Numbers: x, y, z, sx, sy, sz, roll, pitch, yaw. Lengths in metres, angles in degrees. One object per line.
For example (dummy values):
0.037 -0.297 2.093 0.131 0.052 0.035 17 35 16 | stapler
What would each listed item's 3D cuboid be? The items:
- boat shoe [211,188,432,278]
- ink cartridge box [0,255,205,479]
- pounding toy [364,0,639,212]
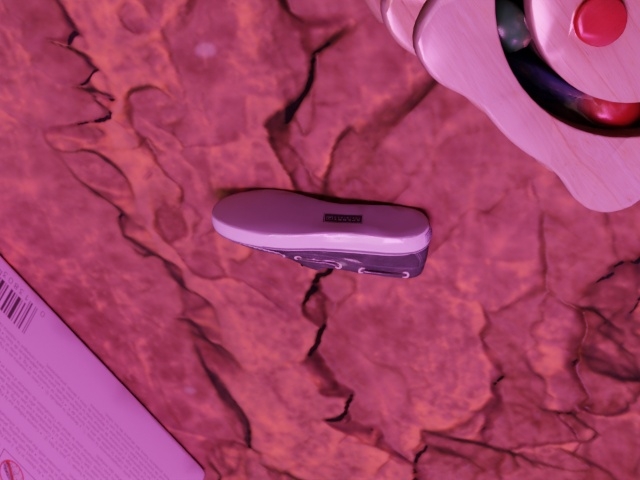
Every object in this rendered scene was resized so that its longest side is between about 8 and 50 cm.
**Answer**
0.000 0.000 1.103 0.142 0.049 0.040 6 128 9 | boat shoe
-0.209 0.153 1.154 0.060 0.239 0.275 -28 114 30 | ink cartridge box
0.110 -0.151 0.946 0.269 0.155 0.154 38 99 -25 | pounding toy
